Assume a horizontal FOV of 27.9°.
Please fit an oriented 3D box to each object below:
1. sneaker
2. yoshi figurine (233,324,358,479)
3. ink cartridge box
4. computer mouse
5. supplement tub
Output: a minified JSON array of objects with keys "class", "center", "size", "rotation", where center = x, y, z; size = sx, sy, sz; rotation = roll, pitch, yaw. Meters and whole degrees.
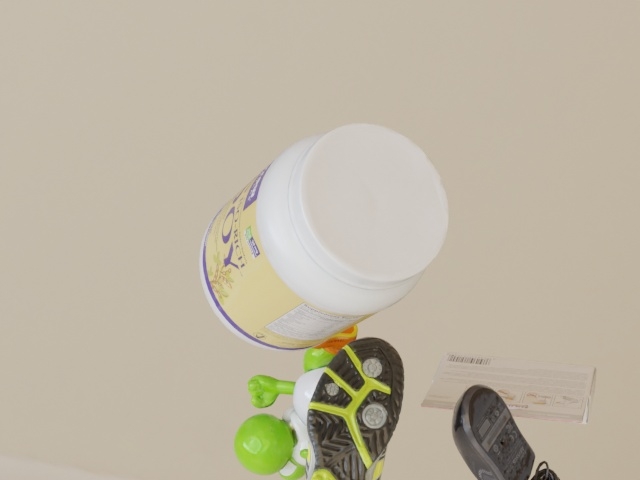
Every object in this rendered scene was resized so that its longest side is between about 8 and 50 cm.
[{"class":"sneaker","center":[0.032,0.336,2.018],"size":[0.145,0.384,0.147],"rotation":[17,164,0]},{"class":"yoshi figurine","center":[-0.042,0.304,2.250],"size":[0.203,0.362,0.203],"rotation":[25,-141,0]},{"class":"ink cartridge box","center":[0.354,0.297,2.407],"size":[0.296,0.066,0.261],"rotation":[4,-161,16]},{"class":"computer mouse","center":[0.292,0.369,2.186],"size":[0.188,0.072,0.272],"rotation":[-41,-73,-42]},{"class":"supplement tub","center":[0.000,0.000,1.689],"size":[0.241,0.331,0.241],"rotation":[8,-111,-23]}]
